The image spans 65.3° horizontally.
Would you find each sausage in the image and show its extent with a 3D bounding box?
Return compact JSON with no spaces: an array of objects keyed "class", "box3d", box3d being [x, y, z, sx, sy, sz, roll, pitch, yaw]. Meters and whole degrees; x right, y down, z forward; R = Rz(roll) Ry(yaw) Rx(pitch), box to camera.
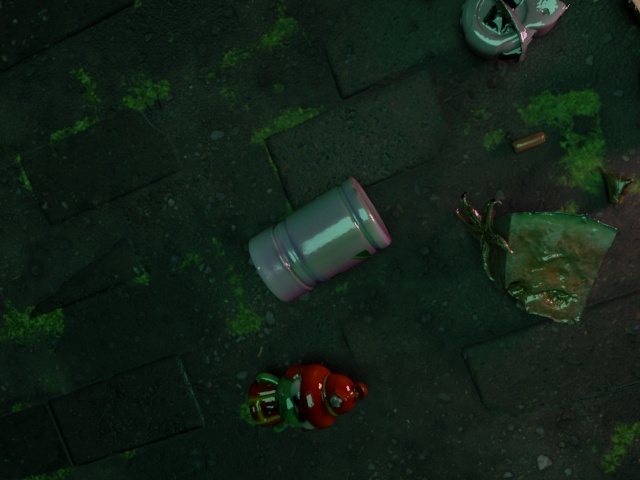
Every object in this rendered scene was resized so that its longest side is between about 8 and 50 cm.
[{"class":"sausage","box3d":[0.539,-0.254,1.294,0.083,0.034,0.034,-20,92,10]}]

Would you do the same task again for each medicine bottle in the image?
[{"class":"medicine bottle","box3d":[0.000,0.000,1.324,0.326,0.212,0.212,-32,89,10]}]

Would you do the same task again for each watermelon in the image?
[{"class":"watermelon","box3d":[0.560,0.039,1.277,0.265,0.151,0.301,9,114,6]}]

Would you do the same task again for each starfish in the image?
[{"class":"starfish","box3d":[0.413,-0.017,1.269,0.057,0.213,0.237,-21,105,-10]}]

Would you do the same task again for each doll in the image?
[{"class":"doll","box3d":[-0.034,0.434,1.388,0.363,0.160,0.182,-15,90,30]}]

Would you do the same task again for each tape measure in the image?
[{"class":"tape measure","box3d":[0.451,-0.551,1.241,0.236,0.120,0.197,35,102,9]}]

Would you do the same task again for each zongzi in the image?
[{"class":"zongzi","box3d":[0.736,-0.136,1.272,0.083,0.040,0.076,27,106,18]}]

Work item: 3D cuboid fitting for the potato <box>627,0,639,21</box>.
[{"class":"potato","box3d":[0.788,-0.604,1.196,0.164,0.081,0.200,-27,93,3]}]
